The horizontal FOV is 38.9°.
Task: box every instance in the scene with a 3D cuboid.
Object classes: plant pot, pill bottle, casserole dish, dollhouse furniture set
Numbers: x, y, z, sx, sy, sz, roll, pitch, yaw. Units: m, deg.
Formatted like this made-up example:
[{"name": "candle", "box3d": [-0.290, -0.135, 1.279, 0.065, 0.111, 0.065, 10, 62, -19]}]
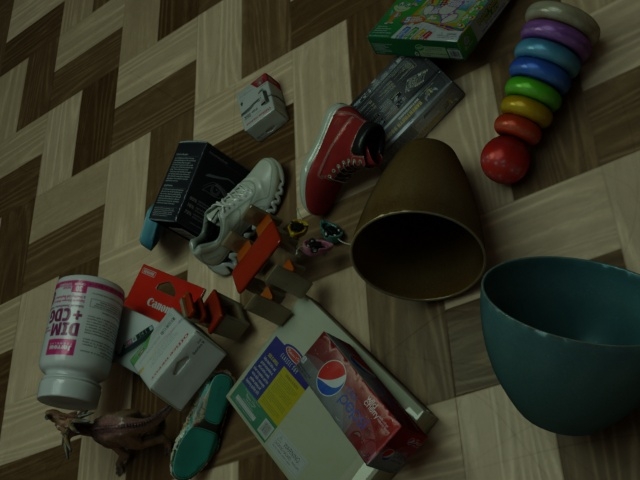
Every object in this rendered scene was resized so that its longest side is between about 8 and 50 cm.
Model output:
[{"name": "plant pot", "box3d": [0.370, 0.169, 1.332, 0.290, 0.290, 0.195, 29, 123, 46]}, {"name": "pill bottle", "box3d": [-0.549, 0.235, 2.068, 0.160, 0.160, 0.283, -14, 59, 36]}, {"name": "casserole dish", "box3d": [-0.402, -0.040, 2.190, 0.188, 0.037, 0.114, -106, 33, -80]}, {"name": "plant pot", "box3d": [0.186, -0.061, 1.648, 0.237, 0.237, 0.254, -21, 40, 32]}, {"name": "dollhouse furniture set", "box3d": [-0.163, 0.075, 1.882, 0.259, 0.135, 0.262, -52, 31, 16]}]

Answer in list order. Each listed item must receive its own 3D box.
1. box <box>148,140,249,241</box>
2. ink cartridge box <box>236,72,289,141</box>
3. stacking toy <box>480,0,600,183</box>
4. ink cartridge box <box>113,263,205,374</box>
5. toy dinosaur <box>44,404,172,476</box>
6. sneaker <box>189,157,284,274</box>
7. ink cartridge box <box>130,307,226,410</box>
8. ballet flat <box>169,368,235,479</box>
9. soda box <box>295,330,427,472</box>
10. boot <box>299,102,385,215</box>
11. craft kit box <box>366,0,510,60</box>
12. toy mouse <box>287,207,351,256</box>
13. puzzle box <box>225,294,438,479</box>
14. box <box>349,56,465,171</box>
[{"name": "box", "box3d": [-0.281, -0.109, 2.115, 0.108, 0.153, 0.207, 6, 69, 43]}, {"name": "ink cartridge box", "box3d": [-0.140, -0.320, 2.179, 0.099, 0.056, 0.135, -34, 48, 21]}, {"name": "stacking toy", "box3d": [0.380, -0.259, 1.641, 0.141, 0.141, 0.330, 20, 85, 46]}, {"name": "ink cartridge box", "box3d": [-0.417, 0.182, 2.139, 0.275, 0.060, 0.238, 16, 79, 45]}, {"name": "toy dinosaur", "box3d": [-0.442, 0.403, 1.932, 0.296, 0.200, 0.127, -23, 54, 30]}, {"name": "sneaker", "box3d": [-0.185, -0.066, 2.034, 0.110, 0.118, 0.292, 27, 84, 48]}, {"name": "ink cartridge box", "box3d": [-0.305, 0.247, 1.920, 0.154, 0.093, 0.212, -52, 22, -7]}, {"name": "ballet flat", "box3d": [-0.242, 0.380, 1.872, 0.241, 0.091, 0.077, -64, 14, -13]}, {"name": "soda box", "box3d": [0.066, 0.276, 1.568, 0.092, 0.083, 0.263, -50, 45, 8]}, {"name": "boot", "box3d": [0.048, -0.141, 1.848, 0.176, 0.088, 0.244, 42, 119, 49]}, {"name": "craft kit box", "box3d": [0.259, -0.480, 1.876, 0.250, 0.061, 0.246, 16, 58, 45]}, {"name": "toy mouse", "box3d": [0.000, 0.000, 1.854, 0.161, 0.143, 0.031, -68, -9, -57]}, {"name": "puzzle box", "box3d": [0.005, 0.310, 1.699, 0.272, 0.052, 0.409, -53, 44, 5]}, {"name": "box", "box3d": [0.164, -0.279, 1.889, 0.231, 0.056, 0.183, -46, 45, 12]}]
